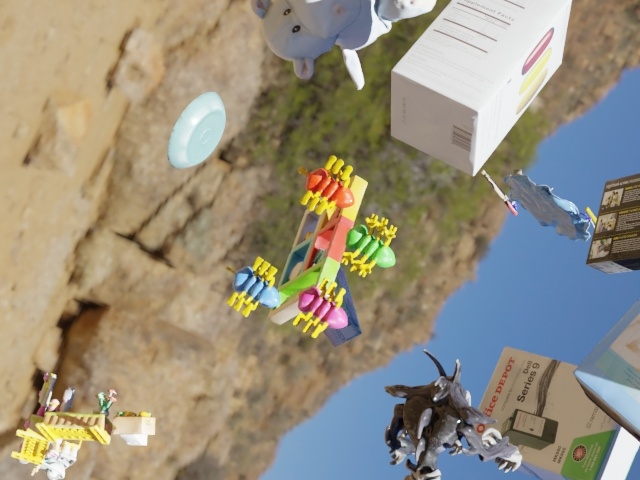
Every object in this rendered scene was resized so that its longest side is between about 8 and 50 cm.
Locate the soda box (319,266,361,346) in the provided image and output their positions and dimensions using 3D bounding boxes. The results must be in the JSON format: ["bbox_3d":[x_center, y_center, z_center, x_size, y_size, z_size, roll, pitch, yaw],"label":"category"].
[{"bbox_3d":[0.024,0.114,2.374,0.063,0.058,0.183,-28,-140,11],"label":"soda box"}]

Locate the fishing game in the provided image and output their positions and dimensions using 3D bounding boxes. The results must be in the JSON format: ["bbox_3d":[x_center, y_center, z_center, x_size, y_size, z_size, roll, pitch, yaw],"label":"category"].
[{"bbox_3d":[0.405,-0.066,2.199,0.041,0.189,0.264,-53,-143,-10],"label":"fishing game"}]

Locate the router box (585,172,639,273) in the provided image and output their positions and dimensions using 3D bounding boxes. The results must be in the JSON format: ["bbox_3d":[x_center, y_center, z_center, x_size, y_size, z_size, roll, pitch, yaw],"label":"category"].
[{"bbox_3d":[0.451,-0.028,1.721,0.179,0.046,0.133,-13,-121,65],"label":"router box"}]

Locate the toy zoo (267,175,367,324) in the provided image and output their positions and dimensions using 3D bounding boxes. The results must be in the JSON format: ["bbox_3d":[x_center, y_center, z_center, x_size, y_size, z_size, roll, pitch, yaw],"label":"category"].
[{"bbox_3d":[0.000,0.000,2.269,0.192,0.030,0.293,-33,-147,55],"label":"toy zoo"}]

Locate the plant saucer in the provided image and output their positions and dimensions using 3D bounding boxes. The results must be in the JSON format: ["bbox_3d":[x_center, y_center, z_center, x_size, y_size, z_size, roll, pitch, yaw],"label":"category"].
[{"bbox_3d":[-0.166,-0.148,1.721,0.119,0.021,0.119,-49,159,-27],"label":"plant saucer"}]

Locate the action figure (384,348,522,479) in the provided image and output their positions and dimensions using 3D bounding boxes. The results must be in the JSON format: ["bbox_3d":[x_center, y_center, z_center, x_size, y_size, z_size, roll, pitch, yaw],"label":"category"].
[{"bbox_3d":[0.150,0.269,1.532,0.141,0.164,0.276,-3,105,-57],"label":"action figure"}]

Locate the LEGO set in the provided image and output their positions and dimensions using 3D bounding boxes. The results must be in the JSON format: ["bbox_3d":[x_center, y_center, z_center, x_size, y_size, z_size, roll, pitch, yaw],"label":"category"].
[{"bbox_3d":[-0.344,0.245,1.747,0.287,0.132,0.107,-29,-142,44],"label":"LEGO set"}]

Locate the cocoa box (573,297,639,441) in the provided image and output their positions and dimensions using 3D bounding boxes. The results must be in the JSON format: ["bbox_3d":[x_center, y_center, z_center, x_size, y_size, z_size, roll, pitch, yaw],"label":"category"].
[{"bbox_3d":[0.620,0.262,2.001,0.231,0.347,0.228,-48,155,1],"label":"cocoa box"}]

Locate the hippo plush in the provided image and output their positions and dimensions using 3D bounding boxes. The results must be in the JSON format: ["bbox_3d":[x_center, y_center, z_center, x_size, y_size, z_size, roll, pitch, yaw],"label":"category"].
[{"bbox_3d":[0.001,-0.378,1.888,0.236,0.234,0.294,-23,168,-40],"label":"hippo plush"}]

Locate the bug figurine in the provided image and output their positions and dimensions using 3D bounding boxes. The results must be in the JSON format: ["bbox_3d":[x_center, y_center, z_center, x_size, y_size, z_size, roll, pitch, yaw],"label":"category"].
[{"bbox_3d":[-0.008,0.023,1.882,0.279,0.216,0.072,-53,155,0],"label":"bug figurine"}]

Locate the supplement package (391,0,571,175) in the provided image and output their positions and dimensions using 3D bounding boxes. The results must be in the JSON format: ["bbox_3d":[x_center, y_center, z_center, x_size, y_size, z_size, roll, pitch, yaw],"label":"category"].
[{"bbox_3d":[0.214,-0.233,1.650,0.244,0.133,0.139,-51,157,-26],"label":"supplement package"}]

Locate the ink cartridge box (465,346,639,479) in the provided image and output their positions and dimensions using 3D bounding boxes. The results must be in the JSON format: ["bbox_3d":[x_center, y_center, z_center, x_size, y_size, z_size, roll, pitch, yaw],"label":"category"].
[{"bbox_3d":[0.446,0.344,2.335,0.289,0.121,0.211,13,-110,42],"label":"ink cartridge box"}]
